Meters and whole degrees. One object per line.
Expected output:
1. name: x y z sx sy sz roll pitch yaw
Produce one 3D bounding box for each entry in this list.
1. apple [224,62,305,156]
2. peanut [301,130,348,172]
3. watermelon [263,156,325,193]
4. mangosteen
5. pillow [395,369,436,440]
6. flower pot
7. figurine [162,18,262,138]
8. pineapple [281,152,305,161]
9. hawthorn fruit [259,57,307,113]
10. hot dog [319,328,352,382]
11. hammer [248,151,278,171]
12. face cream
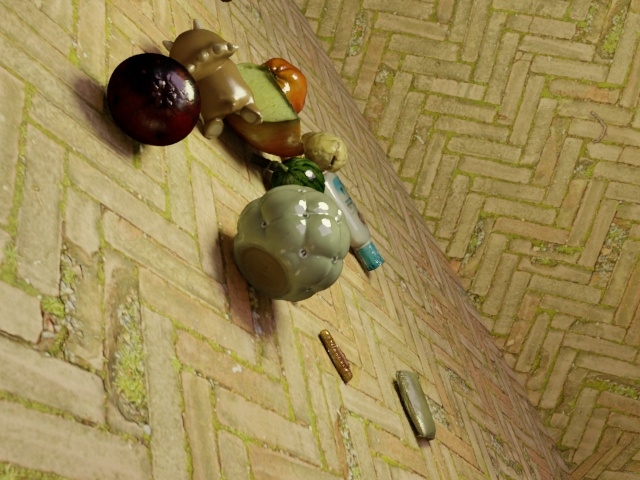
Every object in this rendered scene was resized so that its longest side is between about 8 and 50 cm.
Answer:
1. apple: -0.145 -0.327 1.996 0.254 0.179 0.346 17 27 -36
2. peanut: 0.000 -0.268 2.340 0.130 0.130 0.290 56 -11 -15
3. watermelon: -0.069 -0.156 2.027 0.187 0.141 0.140 42 24 -52
4. mangosteen: -0.318 -0.266 1.481 0.199 0.200 0.199 52 19 -26
5. pillow: 0.262 0.447 2.130 0.119 0.053 0.208 24 42 -59
6. flower pot: -0.063 0.007 1.612 0.195 0.246 0.246 -45 107 -39
7. figurine: -0.258 -0.384 1.792 0.173 0.177 0.247 70 3 -76
8. pineapple: -0.078 -0.234 2.286 0.114 0.077 0.114 17 79 -81
9. hawthorn fruit: -0.121 -0.446 2.304 0.189 0.189 0.189 52 19 -26
10. hot dog: 0.039 0.270 1.830 0.137 0.028 0.044 60 10 4
11. hammer: -0.104 -0.191 2.126 0.297 0.027 0.125 21 68 -58
12. face cream: 0.089 -0.059 2.418 0.336 0.080 0.163 59 16 -4
